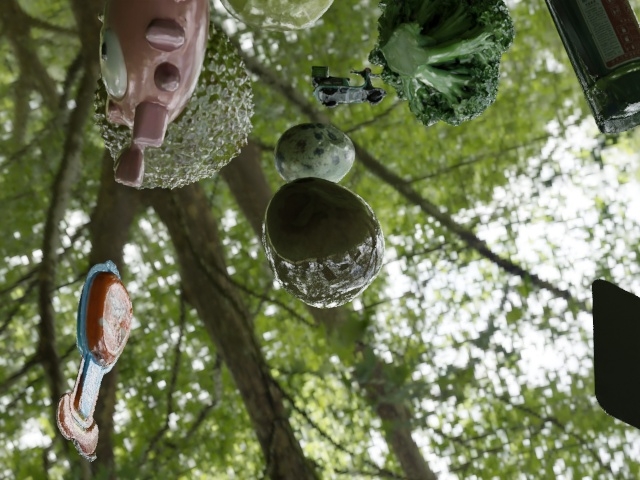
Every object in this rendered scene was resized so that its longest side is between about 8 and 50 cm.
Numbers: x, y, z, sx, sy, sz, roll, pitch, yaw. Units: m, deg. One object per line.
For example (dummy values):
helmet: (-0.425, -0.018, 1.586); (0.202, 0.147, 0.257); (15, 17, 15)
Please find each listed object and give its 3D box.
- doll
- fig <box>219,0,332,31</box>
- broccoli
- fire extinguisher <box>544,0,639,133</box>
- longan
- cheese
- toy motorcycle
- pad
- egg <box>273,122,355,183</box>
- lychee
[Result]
doll: (-0.151, -0.177, 0.867); (0.093, 0.261, 0.211); (7, -158, -23)
fig: (-0.101, -0.650, 2.287); (0.343, 0.343, 0.343); (-16, -159, 6)
broccoli: (0.191, -0.320, 1.611); (0.242, 0.269, 0.261); (-30, 164, -51)
fire extinguisher: (0.318, -0.277, 1.149); (0.118, 0.294, 0.093); (-11, 164, -24)
longan: (0.000, 0.000, 1.736); (0.246, 0.246, 0.215); (1, -154, 41)
cheese: (-0.258, 0.128, 1.120); (0.037, 0.106, 0.256); (-12, -134, 15)
toy motorcycle: (0.064, -0.348, 2.195); (0.173, 0.058, 0.100); (2, -123, 4)
pad: (0.466, 0.174, 1.392); (0.004, 0.181, 0.267); (-58, -169, 41)
egg: (-0.009, -0.173, 1.998); (0.182, 0.141, 0.141); (-7, -169, -35)
lychee: (-0.237, -0.217, 1.561); (0.270, 0.320, 0.270); (-7, -132, 8)
